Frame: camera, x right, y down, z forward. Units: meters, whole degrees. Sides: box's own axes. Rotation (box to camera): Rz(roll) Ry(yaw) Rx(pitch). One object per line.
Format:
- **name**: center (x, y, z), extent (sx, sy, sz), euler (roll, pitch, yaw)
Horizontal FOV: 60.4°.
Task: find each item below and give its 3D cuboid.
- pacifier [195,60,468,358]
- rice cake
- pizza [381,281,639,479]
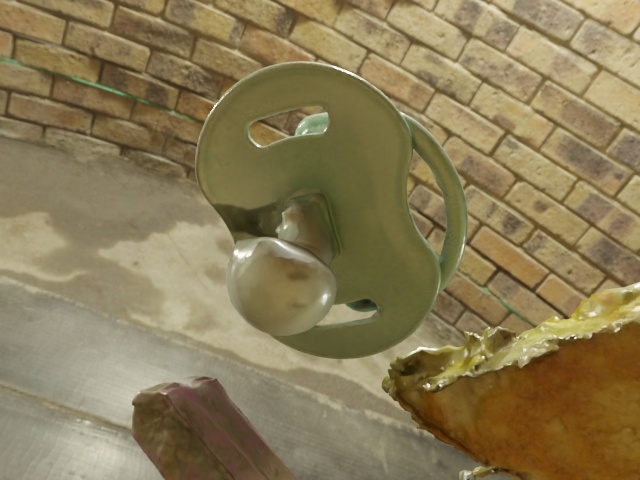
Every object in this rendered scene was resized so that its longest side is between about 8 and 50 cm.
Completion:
- **pacifier**: center (0.000, 0.000, 0.553), extent (0.288, 0.343, 0.269), euler (-13, 21, 18)
- **rice cake**: center (-0.030, 0.228, 0.422), extent (0.298, 0.050, 0.106), euler (46, 4, 14)
- **pizza**: center (0.187, 0.105, 0.391), extent (0.287, 0.280, 0.075), euler (8, 25, 20)
